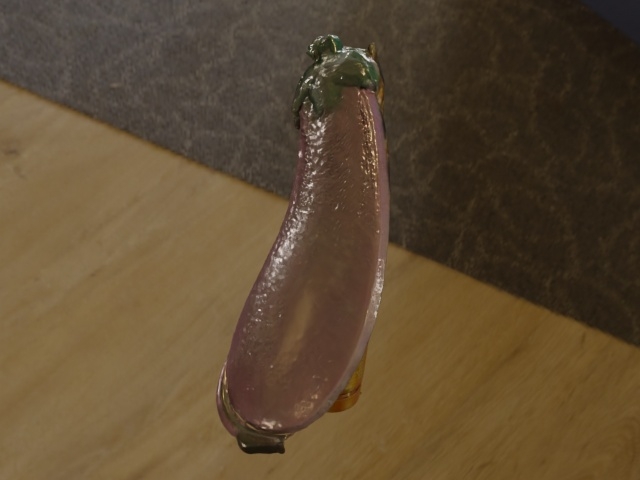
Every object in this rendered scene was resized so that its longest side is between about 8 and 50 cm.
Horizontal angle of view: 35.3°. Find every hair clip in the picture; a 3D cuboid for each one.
[{"bbox_3d":[0.002,0.000,0.828,0.110,0.095,0.359,14,71,0],"label":"hair clip"}]

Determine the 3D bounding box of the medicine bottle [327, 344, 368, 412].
[{"bbox_3d":[0.021,0.147,1.435,0.096,0.192,0.096,3,36,-2],"label":"medicine bottle"}]
